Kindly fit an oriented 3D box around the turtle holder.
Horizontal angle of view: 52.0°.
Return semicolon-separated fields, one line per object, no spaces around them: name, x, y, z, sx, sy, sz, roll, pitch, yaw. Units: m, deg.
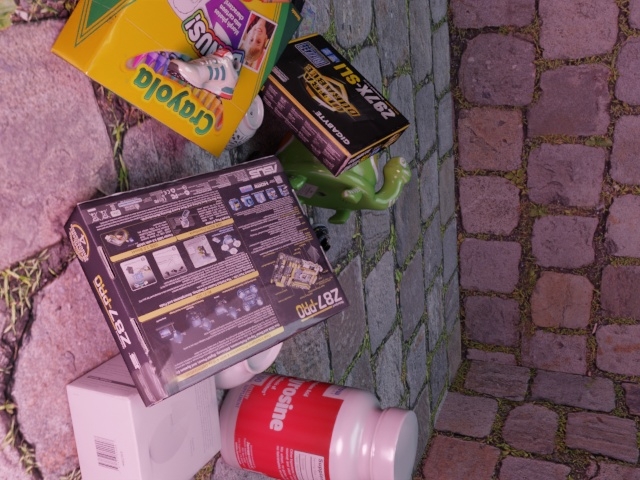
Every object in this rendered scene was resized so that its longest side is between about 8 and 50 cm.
turtle holder;0.046;-0.183;1.577;0.243;0.320;0.227;52;46;-65

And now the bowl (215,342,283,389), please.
bowl;-0.164;0.184;1.340;0.298;0.134;0.297;-37;135;-48

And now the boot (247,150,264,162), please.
boot;-0.134;-0.094;1.502;0.137;0.077;0.197;-66;150;-47

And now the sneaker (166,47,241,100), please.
sneaker;-0.183;-0.281;1.055;0.075;0.057;0.161;-63;157;10

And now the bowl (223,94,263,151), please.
bowl;-0.171;-0.271;1.378;0.170;0.080;0.170;5;90;-66

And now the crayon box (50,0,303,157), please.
crayon box;-0.216;-0.348;1.104;0.313;0.106;0.363;-60;153;0

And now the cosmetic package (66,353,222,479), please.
cosmetic package;-0.293;0.309;1.133;0.225;0.138;0.224;-30;121;-60

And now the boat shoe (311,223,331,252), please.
boat shoe;0.000;0.000;1.790;0.183;0.083;0.065;-33;124;-60

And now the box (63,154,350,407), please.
box;-0.171;0.046;1.094;0.395;0.097;0.318;-22;80;-41

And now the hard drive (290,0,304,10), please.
hard drive;-0.045;-0.637;1.494;0.237;0.064;0.338;115;-7;-66

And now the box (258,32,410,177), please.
box;0.013;-0.314;1.473;0.257;0.322;0.079;-33;166;-46

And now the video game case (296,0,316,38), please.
video game case;-0.037;-0.560;1.706;0.087;0.011;0.122;3;91;-65

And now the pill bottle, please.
pill bottle;-0.003;0.431;1.462;0.229;0.408;0.229;4;90;-66
